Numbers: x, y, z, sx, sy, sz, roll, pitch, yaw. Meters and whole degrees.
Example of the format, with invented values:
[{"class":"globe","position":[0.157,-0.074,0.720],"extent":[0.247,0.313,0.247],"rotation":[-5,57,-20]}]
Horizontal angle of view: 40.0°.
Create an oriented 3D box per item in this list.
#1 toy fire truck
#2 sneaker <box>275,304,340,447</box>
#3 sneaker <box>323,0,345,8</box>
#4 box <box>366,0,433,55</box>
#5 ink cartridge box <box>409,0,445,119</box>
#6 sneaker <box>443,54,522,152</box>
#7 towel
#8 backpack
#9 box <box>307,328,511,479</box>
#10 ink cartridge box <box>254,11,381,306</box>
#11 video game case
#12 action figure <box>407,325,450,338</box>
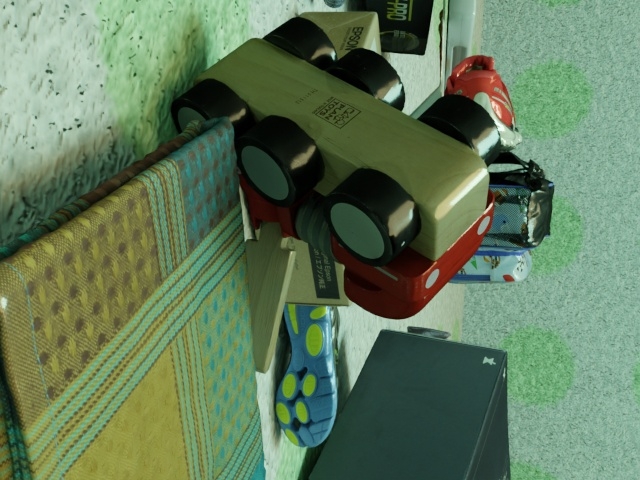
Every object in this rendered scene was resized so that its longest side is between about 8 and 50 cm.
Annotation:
[{"class":"toy fire truck","position":[0.000,0.000,0.653],"extent":[0.158,0.217,0.246],"rotation":[-43,149,-27]},{"class":"sneaker","position":[-0.004,0.120,0.911],"extent":[0.078,0.067,0.188],"rotation":[5,85,-69]},{"class":"sneaker","position":[0.016,-0.308,0.938],"extent":[0.058,0.052,0.135],"rotation":[103,-5,-68]},{"class":"box","position":[0.117,-0.478,1.097],"extent":[0.318,0.097,0.395],"rotation":[87,10,-77]},{"class":"ink cartridge box","position":[0.113,-0.117,1.184],"extent":[0.308,0.091,0.385],"rotation":[27,68,-83]},{"class":"sneaker","position":[0.201,-0.171,1.100],"extent":[0.279,0.107,0.119],"rotation":[-58,143,-80]},{"class":"towel","position":[-0.089,0.141,0.495],"extent":[0.271,0.040,0.371],"rotation":[-56,145,-65]},{"class":"backpack","position":[0.237,-0.037,1.431],"extent":[0.276,0.263,0.213],"rotation":[-2,101,-72]},{"class":"box","position":[0.118,0.347,1.116],"extent":[0.343,0.178,0.313],"rotation":[-58,148,-45]},{"class":"ink cartridge box","position":[0.004,-0.084,0.857],"extent":[0.235,0.088,0.193],"rotation":[-72,159,-46]},{"class":"video game case","position":[0.194,-0.381,1.205],"extent":[0.300,0.036,0.329],"rotation":[68,27,-74]},{"class":"action figure","position":[0.149,0.294,1.503],"extent":[0.185,0.099,0.285],"rotation":[79,23,-71]}]
